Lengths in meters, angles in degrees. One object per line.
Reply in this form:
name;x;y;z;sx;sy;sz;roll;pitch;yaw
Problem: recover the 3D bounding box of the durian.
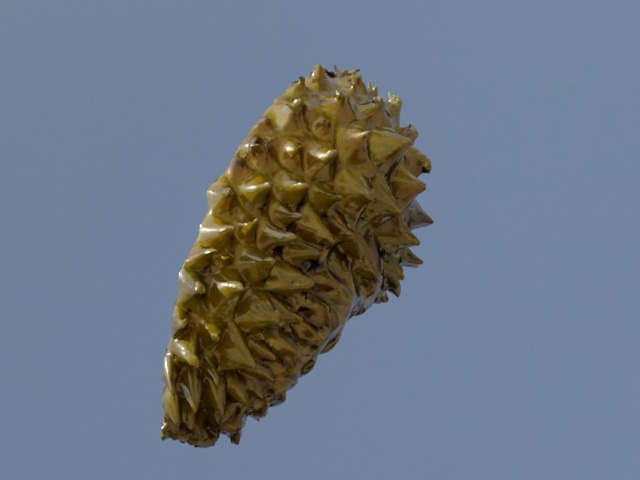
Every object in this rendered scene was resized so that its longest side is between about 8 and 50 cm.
durian;-0.001;0.000;1.240;0.341;0.112;0.191;-45;-28;-51
